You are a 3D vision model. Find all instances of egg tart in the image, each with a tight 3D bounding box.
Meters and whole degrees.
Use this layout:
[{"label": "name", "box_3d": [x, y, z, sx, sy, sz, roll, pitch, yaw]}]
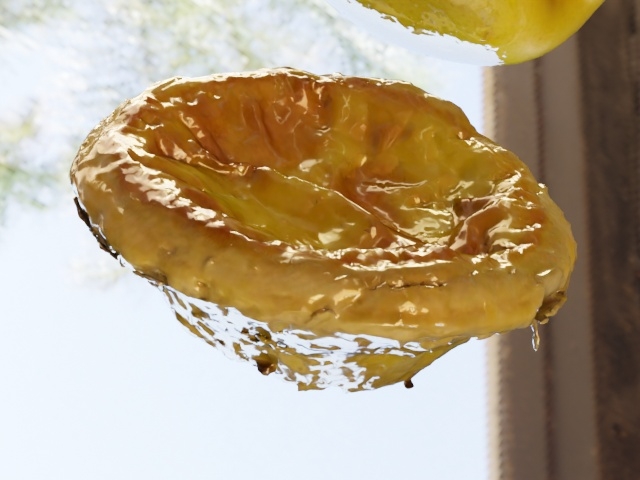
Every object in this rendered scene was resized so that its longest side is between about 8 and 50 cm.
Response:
[{"label": "egg tart", "box_3d": [-0.001, 0.000, 1.115, 0.341, 0.341, 0.132, -121, -143, -51]}]

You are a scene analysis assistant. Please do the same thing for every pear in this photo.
[{"label": "pear", "box_3d": [0.101, -0.296, 1.684, 0.191, 0.340, 0.386, -55, -136, 23]}]
